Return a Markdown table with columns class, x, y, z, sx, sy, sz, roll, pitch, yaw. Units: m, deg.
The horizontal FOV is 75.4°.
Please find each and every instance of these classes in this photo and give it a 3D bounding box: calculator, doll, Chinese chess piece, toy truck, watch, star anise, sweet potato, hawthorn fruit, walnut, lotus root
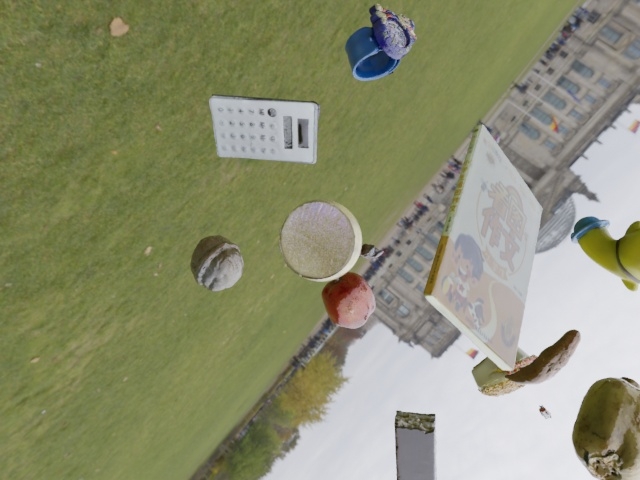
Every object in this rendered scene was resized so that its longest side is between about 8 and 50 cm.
| class | x | y | z | sx | sy | sz | roll | pitch | yaw |
| --- | --- | --- | --- | --- | --- | --- | --- | --- | --- |
| calculator | -0.131 | -0.267 | 1.003 | 0.021 | 0.262 | 0.160 | -78 | 171 | -53 |
| doll | 0.863 | 0.037 | 1.173 | 0.363 | 0.146 | 0.199 | -135 | -134 | -66 |
| Chinese chess piece | 0.000 | 0.000 | 1.349 | 0.270 | 0.270 | 0.112 | -53 | 170 | 11 |
| toy truck | 0.755 | 0.578 | 1.390 | 0.024 | 0.083 | 0.031 | -30 | -142 | 24 |
| watch | 0.187 | -0.619 | 1.337 | 0.196 | 0.170 | 0.200 | 5 | 158 | -38 |
| star anise | 0.206 | 0.057 | 2.035 | 0.172 | 0.208 | 0.063 | 32 | 62 | -64 |
| sweet potato | 0.900 | 0.486 | 1.637 | 0.095 | 0.106 | 0.354 | -15 | 148 | -54 |
| hawthorn fruit | 0.097 | 0.213 | 1.587 | 0.205 | 0.205 | 0.253 | -47 | 127 | -22 |
| walnut | -0.406 | 0.088 | 1.637 | 0.224 | 0.224 | 0.224 | -49 | 171 | -10 |
| lotus root | 0.696 | 0.430 | 0.968 | 0.284 | 0.160 | 0.146 | -37 | 169 | -36 |

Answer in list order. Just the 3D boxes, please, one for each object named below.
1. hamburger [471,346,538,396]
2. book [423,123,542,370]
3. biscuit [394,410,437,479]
| class | x | y | z | sx | sy | sz | roll | pitch | yaw |
| --- | --- | --- | --- | --- | --- | --- | --- | --- | --- |
| hamburger | 0.836 | 0.601 | 1.879 | 0.276 | 0.179 | 0.294 | -7 | 142 | -32 |
| book | 0.247 | 0.005 | 0.593 | 0.020 | 0.208 | 0.295 | -12 | -135 | 50 |
| biscuit | 0.254 | 0.572 | 1.105 | 0.070 | 0.107 | 0.251 | -44 | 131 | -66 |
